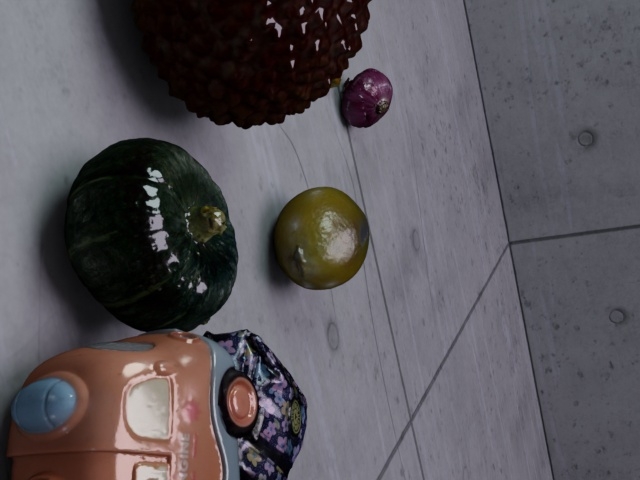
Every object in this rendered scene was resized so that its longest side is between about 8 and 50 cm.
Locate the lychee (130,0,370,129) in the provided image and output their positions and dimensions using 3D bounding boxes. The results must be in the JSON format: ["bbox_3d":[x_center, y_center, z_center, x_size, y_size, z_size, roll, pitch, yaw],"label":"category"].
[{"bbox_3d":[-0.086,-0.298,1.135,0.306,0.306,0.330,-26,132,-67],"label":"lychee"}]

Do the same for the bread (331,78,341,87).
[{"bbox_3d":[0.003,-0.325,1.683,0.094,0.035,0.090,22,62,-65],"label":"bread"}]

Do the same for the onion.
[{"bbox_3d":[0.082,-0.271,1.794,0.115,0.104,0.115,-41,156,-23],"label":"onion"}]

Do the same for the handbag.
[{"bbox_3d":[-0.093,0.233,1.133,0.228,0.127,0.207,68,24,-51],"label":"handbag"}]

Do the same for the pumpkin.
[{"bbox_3d":[-0.168,-0.006,0.983,0.211,0.152,0.211,43,30,-32],"label":"pumpkin"}]

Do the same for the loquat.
[{"bbox_3d":[0.000,0.000,1.427,0.195,0.152,0.152,-49,128,-52],"label":"loquat"}]

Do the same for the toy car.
[{"bbox_3d":[-0.186,0.206,0.862,0.212,0.181,0.270,25,59,-53],"label":"toy car"}]
